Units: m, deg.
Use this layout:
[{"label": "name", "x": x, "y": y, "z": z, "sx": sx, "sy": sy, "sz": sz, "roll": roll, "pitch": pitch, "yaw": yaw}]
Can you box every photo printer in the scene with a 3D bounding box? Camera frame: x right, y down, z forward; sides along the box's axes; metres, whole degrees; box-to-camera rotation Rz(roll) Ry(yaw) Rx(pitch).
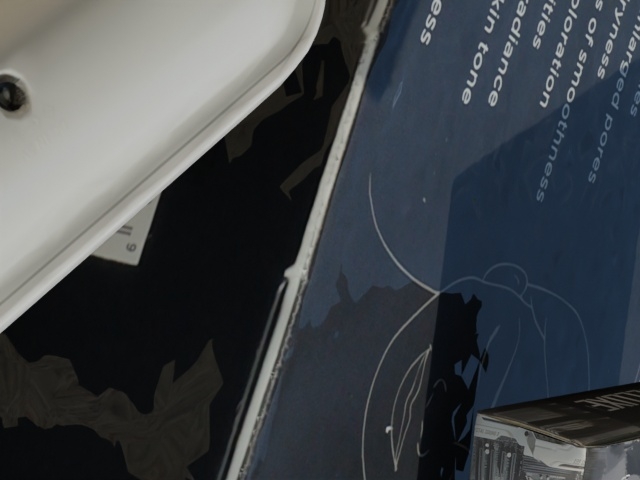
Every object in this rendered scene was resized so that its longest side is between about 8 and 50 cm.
[{"label": "photo printer", "x": -0.150, "y": -0.018, "z": 0.676, "sx": 0.256, "sy": 0.107, "sz": 0.307, "roll": -22, "pitch": -163, "yaw": 47}]

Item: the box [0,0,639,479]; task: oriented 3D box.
[{"label": "box", "x": 0.000, "y": 0.000, "z": 1.149, "sx": 0.297, "sy": 0.472, "sz": 0.480, "roll": 13, "pitch": -100, "yaw": 32}]

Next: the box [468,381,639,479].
[{"label": "box", "x": 0.170, "y": 0.229, "z": 1.064, "sx": 0.076, "sy": 0.242, "sz": 0.307, "roll": 16, "pitch": -76, "yaw": 44}]
